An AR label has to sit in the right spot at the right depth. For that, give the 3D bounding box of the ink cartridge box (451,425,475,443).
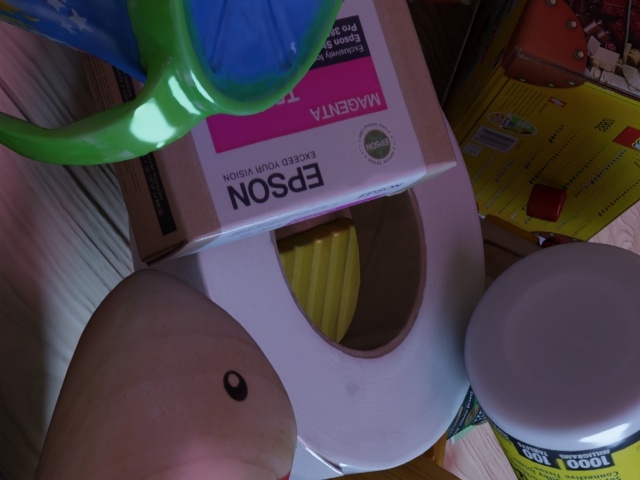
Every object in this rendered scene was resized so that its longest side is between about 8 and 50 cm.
[{"bbox_3d":[0.220,0.114,2.288,0.235,0.056,0.171,-32,135,-24],"label":"ink cartridge box"}]

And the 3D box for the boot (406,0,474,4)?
[{"bbox_3d":[0.137,-0.296,1.857,0.059,0.085,0.158,46,60,-60],"label":"boot"}]

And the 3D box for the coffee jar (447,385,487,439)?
[{"bbox_3d":[0.147,0.166,2.115,0.184,0.079,0.096,-14,128,-61],"label":"coffee jar"}]

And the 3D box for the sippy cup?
[{"bbox_3d":[-0.123,-0.210,1.187,0.305,0.224,0.240,-47,142,-47],"label":"sippy cup"}]

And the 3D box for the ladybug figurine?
[{"bbox_3d":[-0.127,0.242,1.332,0.305,0.162,0.449,-79,-175,-70],"label":"ladybug figurine"}]

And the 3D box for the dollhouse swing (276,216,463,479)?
[{"bbox_3d":[0.088,0.178,1.743,0.347,0.305,0.315,-19,120,-60],"label":"dollhouse swing"}]

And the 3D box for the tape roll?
[{"bbox_3d":[0.000,0.000,1.553,0.392,0.072,0.392,19,66,-49],"label":"tape roll"}]

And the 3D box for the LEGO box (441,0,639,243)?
[{"bbox_3d":[0.275,-0.235,1.810,0.500,0.193,0.372,121,-10,-77],"label":"LEGO box"}]

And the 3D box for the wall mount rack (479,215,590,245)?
[{"bbox_3d":[0.280,0.031,2.139,0.304,0.130,0.350,51,46,-13],"label":"wall mount rack"}]

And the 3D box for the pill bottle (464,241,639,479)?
[{"bbox_3d":[0.253,0.161,1.686,0.188,0.188,0.334,-65,150,-23],"label":"pill bottle"}]

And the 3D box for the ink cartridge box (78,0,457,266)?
[{"bbox_3d":[-0.040,-0.108,1.378,0.235,0.088,0.193,-17,87,-30],"label":"ink cartridge box"}]

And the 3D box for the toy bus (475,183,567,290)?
[{"bbox_3d":[0.150,0.039,1.800,0.104,0.191,0.202,86,-6,-50],"label":"toy bus"}]

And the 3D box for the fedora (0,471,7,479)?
[{"bbox_3d":[-0.278,0.183,1.188,0.243,0.124,0.275,-63,152,-28],"label":"fedora"}]
